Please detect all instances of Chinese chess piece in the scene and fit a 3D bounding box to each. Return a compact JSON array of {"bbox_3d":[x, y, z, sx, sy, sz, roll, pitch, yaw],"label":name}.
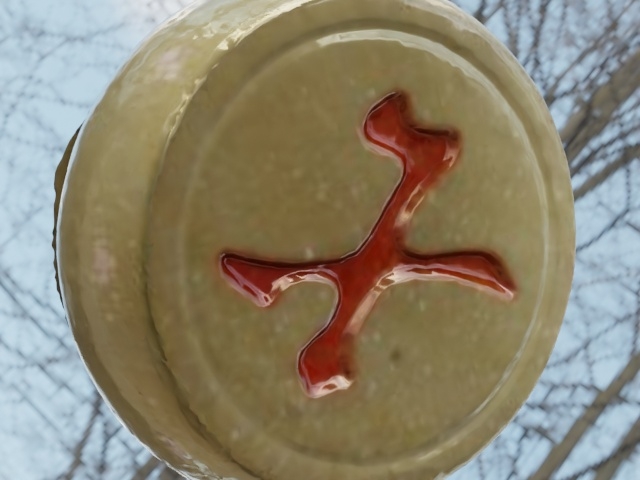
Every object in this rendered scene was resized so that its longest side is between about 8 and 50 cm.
[{"bbox_3d":[0.000,0.000,1.056,0.140,0.338,0.338,10,-49,59],"label":"Chinese chess piece"}]
